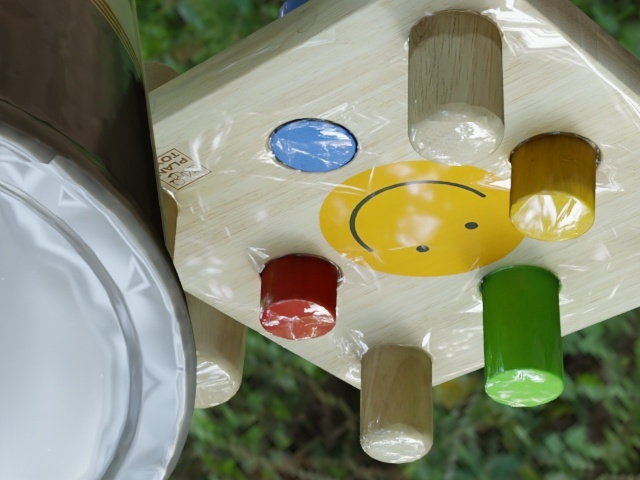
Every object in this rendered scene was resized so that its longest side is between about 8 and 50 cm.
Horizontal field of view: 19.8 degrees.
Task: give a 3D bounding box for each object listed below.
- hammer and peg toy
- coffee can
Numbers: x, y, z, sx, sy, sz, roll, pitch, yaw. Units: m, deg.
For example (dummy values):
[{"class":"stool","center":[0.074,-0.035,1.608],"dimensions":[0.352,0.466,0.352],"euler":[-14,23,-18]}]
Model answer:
[{"class":"hammer and peg toy","center":[0.000,0.000,0.852],"dimensions":[0.266,0.361,0.127],"euler":[33,-134,-38]},{"class":"coffee can","center":[-0.154,-0.036,0.603],"dimensions":[0.275,0.202,0.201],"euler":[-105,-12,-53]}]
